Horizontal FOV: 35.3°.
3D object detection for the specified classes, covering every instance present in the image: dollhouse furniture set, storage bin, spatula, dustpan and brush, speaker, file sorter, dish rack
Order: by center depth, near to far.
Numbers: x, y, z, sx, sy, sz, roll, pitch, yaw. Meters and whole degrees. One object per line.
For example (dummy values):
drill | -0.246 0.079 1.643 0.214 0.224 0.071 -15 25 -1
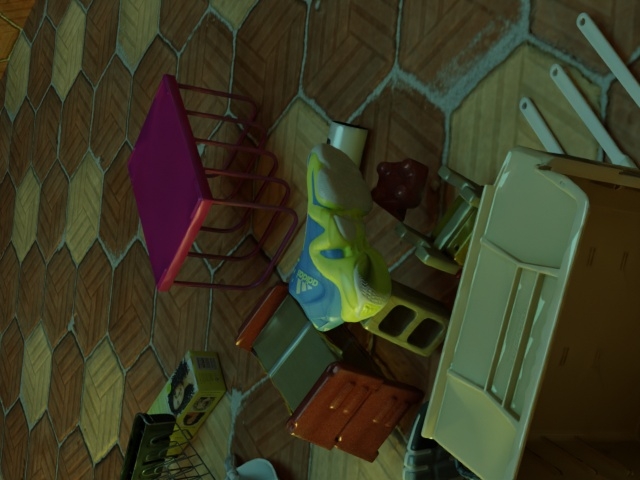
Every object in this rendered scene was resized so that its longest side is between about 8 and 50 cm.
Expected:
storage bin | 0.248 0.075 0.825 0.123 0.262 0.260 31 111 59
spatula | 0.290 -0.112 1.027 0.168 0.019 0.242 -62 36 40
dollhouse furniture set | 0.077 0.067 1.254 0.374 0.152 0.201 -53 39 14
speaker | 0.027 -0.099 1.414 0.055 0.055 0.136 31 111 56
dustpan and brush | -0.131 0.378 1.558 0.147 0.060 0.211 -42 2 0
file sorter | -0.173 -0.086 1.615 0.202 0.182 0.290 -58 38 37
dish rack | -0.240 0.438 1.687 0.271 0.074 0.208 45 130 39

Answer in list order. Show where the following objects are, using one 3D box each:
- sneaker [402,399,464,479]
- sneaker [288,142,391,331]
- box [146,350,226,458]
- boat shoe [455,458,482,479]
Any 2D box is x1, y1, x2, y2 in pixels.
sneaker | 0.105 0.298 1.188 0.132 0.086 0.228 -5 81 60
sneaker | 0.000 0.000 1.182 0.126 0.091 0.240 -38 45 30
box | -0.245 0.294 1.782 0.232 0.058 0.087 -56 41 38
boat shoe | 0.219 0.216 1.014 0.183 0.083 0.065 -34 56 51
